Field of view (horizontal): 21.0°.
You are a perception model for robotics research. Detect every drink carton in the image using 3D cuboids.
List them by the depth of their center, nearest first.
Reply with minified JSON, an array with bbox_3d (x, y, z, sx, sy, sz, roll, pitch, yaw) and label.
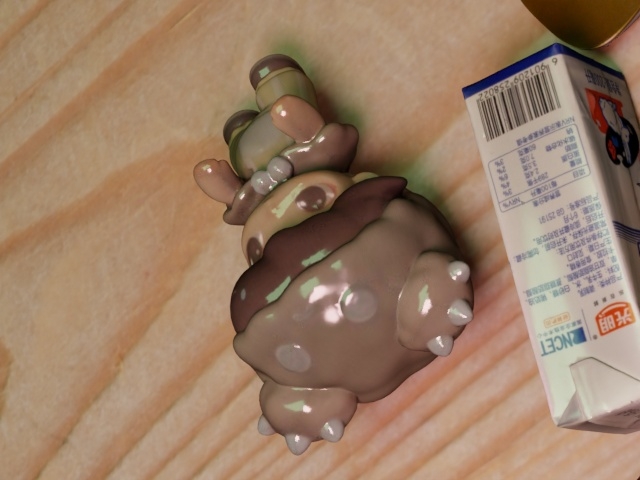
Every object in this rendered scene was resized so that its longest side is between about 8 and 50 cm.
[{"bbox_3d":[0.228,0.002,1.451,0.106,0.130,0.315,-26,68,32],"label":"drink carton"}]

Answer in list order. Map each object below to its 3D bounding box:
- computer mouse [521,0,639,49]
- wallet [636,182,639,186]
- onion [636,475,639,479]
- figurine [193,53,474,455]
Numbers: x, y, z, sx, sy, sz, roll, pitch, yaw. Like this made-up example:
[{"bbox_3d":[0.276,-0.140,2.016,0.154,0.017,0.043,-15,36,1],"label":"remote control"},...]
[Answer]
[{"bbox_3d":[0.288,-0.310,1.498,0.310,0.072,0.158,-50,60,18],"label":"computer mouse"},{"bbox_3d":[0.379,-0.126,1.381,0.176,0.075,0.250,26,102,25],"label":"wallet"},{"bbox_3d":[0.344,0.245,1.292,0.246,0.190,0.246,13,110,39],"label":"onion"},{"bbox_3d":[-0.001,-0.001,1.591,0.248,0.203,0.380,-38,50,18],"label":"figurine"}]
